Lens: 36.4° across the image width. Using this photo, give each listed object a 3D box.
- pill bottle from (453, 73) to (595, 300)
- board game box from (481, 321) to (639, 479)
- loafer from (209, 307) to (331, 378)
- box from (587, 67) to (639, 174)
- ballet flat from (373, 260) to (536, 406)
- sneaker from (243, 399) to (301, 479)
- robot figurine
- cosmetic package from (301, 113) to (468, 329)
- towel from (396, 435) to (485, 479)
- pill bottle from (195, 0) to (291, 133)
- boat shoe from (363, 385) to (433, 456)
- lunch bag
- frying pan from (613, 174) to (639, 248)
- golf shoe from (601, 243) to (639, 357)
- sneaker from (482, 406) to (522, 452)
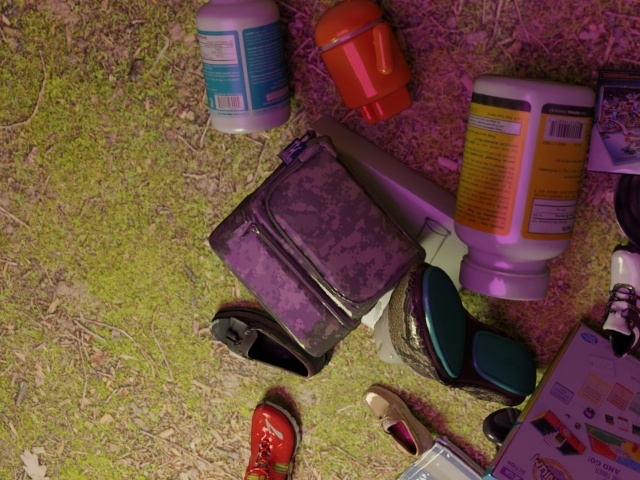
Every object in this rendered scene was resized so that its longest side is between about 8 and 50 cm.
[{"bbox_3d":[0.310,-0.085,1.524,0.187,0.188,0.334,12,103,20],"label":"pill bottle"},{"bbox_3d":[0.454,0.333,1.632,0.242,0.316,0.064,34,162,8],"label":"board game box"},{"bbox_3d":[-0.113,0.207,1.963,0.267,0.084,0.096,15,119,19],"label":"loafer"},{"bbox_3d":[0.532,-0.173,1.470,0.233,0.044,0.159,7,92,23],"label":"box"},{"bbox_3d":[0.199,0.177,1.629,0.182,0.164,0.483,-8,153,31],"label":"ballet flat"},{"bbox_3d":[-0.112,0.472,2.065,0.107,0.118,0.279,11,117,20],"label":"sneaker"},{"bbox_3d":[0.071,-0.306,1.612,0.128,0.158,0.219,-24,101,15],"label":"robot figurine"},{"bbox_3d":[0.092,-0.007,1.763,0.377,0.097,0.284,33,120,8],"label":"cosmetic package"},{"bbox_3d":[0.244,0.540,1.978,0.209,0.034,0.285,39,124,5],"label":"towel"},{"bbox_3d":[-0.135,-0.328,1.689,0.146,0.146,0.264,5,114,24],"label":"pill bottle"},{"bbox_3d":[0.146,0.356,1.913,0.170,0.059,0.063,41,125,18],"label":"boat shoe"},{"bbox_3d":[0.000,0.000,1.639,0.256,0.212,0.305,-41,92,16],"label":"lunch bag"},{"bbox_3d":[0.620,-0.030,1.522,0.326,0.053,0.197,30,122,10],"label":"frying pan"},{"bbox_3d":[0.506,0.104,1.601,0.077,0.094,0.198,7,122,41],"label":"golf shoe"},{"bbox_3d":[0.349,0.365,1.759,0.132,0.228,0.086,-37,51,43],"label":"sneaker"}]
